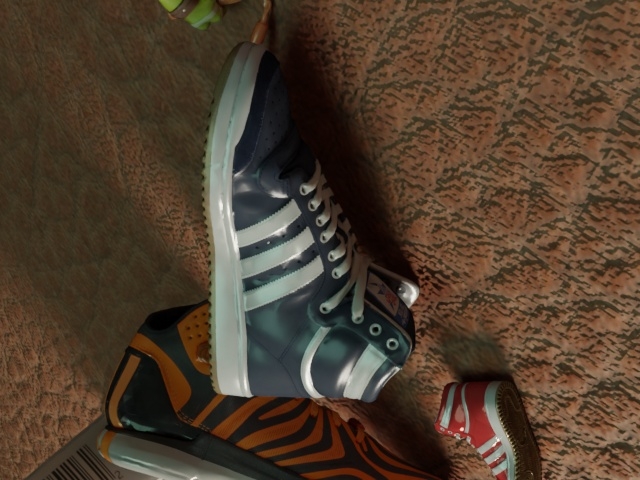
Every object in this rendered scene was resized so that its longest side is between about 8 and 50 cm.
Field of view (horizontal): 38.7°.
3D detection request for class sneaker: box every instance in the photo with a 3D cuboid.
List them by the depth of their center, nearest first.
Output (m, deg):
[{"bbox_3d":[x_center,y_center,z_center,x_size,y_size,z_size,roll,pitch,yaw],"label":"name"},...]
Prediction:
[{"bbox_3d":[0.000,0.000,0.653,0.153,0.099,0.282,7,121,8],"label":"sneaker"},{"bbox_3d":[0.132,0.162,0.725,0.067,0.042,0.118,-3,112,41],"label":"sneaker"},{"bbox_3d":[-0.017,0.140,0.792,0.321,0.180,0.124,18,168,-13],"label":"sneaker"}]

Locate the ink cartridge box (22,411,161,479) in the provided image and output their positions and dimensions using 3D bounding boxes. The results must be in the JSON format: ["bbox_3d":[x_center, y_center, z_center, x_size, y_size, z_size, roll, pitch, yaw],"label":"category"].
[{"bbox_3d":[-0.249,0.269,0.980,0.091,0.308,0.385,48,144,2],"label":"ink cartridge box"}]

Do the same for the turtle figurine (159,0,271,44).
[{"bbox_3d":[-0.123,-0.230,0.602,0.217,0.087,0.269,28,138,26],"label":"turtle figurine"}]
